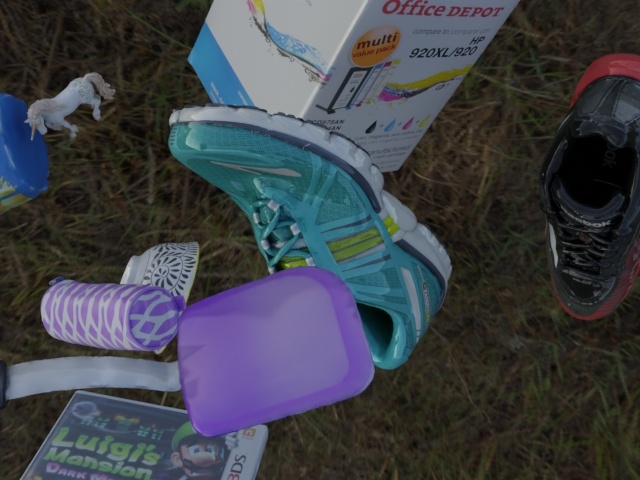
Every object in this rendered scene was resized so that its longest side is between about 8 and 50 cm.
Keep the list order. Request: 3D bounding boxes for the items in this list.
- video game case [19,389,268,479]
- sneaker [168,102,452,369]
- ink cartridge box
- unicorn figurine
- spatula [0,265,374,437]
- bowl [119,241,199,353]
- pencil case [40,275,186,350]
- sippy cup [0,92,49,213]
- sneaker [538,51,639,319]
[{"bbox_3d":[-0.156,0.206,0.787,0.191,0.173,0.022,9,120,5],"label":"video game case"},{"bbox_3d":[0.000,0.000,0.638,0.275,0.107,0.109,39,65,-35],"label":"sneaker"},{"bbox_3d":[0.024,-0.190,0.795,0.171,0.232,0.168,-10,58,-37],"label":"ink cartridge box"},{"bbox_3d":[-0.397,-0.203,1.405,0.060,0.111,0.161,28,73,19],"label":"unicorn figurine"},{"bbox_3d":[-0.126,0.068,0.437,0.297,0.084,0.030,-9,142,-7],"label":"spatula"},{"bbox_3d":[-0.239,0.069,1.275,0.080,0.170,0.170,20,97,-18],"label":"bowl"},{"bbox_3d":[-0.268,0.093,1.146,0.206,0.088,0.086,3,105,42],"label":"pencil case"},{"bbox_3d":[-0.554,-0.121,1.399,0.224,0.240,0.305,-15,96,7],"label":"sippy cup"},{"bbox_3d":[0.247,-0.024,0.820,0.098,0.135,0.276,17,130,24],"label":"sneaker"}]
